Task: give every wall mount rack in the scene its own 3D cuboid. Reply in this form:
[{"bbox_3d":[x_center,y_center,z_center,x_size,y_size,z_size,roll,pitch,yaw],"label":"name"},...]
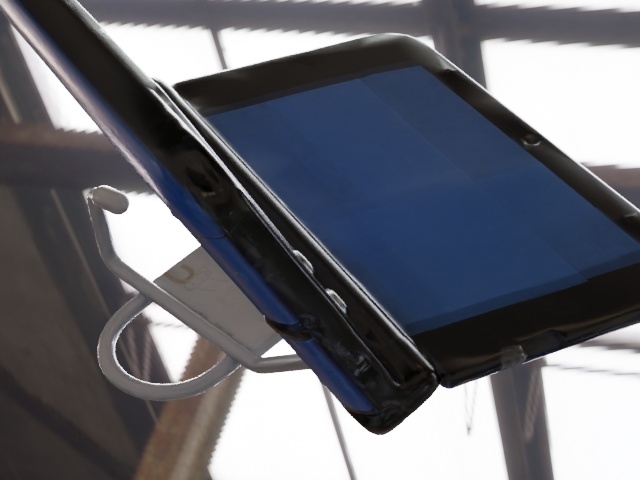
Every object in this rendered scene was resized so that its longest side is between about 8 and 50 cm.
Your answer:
[{"bbox_3d":[0.000,0.000,1.210,0.304,0.130,0.350,31,-125,32],"label":"wall mount rack"}]

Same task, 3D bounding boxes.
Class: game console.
[{"bbox_3d":[-0.001,-0.067,0.740,0.173,0.250,0.293,-41,-137,-3],"label":"game console"}]
